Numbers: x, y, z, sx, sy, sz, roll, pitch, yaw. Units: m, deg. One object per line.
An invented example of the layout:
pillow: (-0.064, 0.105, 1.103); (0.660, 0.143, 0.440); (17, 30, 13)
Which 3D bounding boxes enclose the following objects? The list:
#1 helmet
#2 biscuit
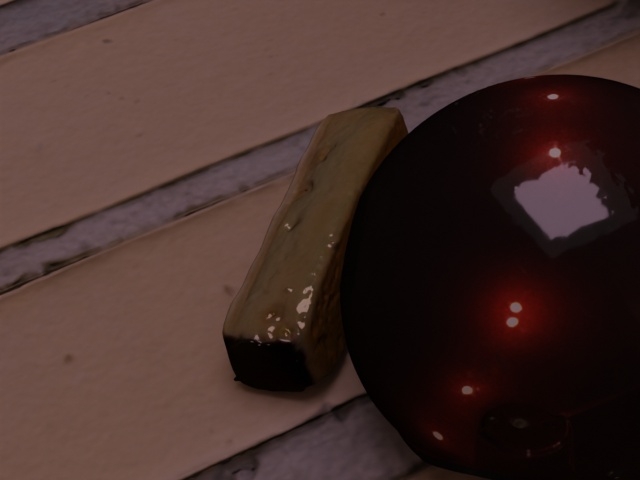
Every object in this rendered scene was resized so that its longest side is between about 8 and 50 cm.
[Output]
helmet: (0.111, 0.019, 0.742); (0.216, 0.193, 0.189); (-22, 41, 27)
biscuit: (0.000, 0.000, 0.849); (0.056, 0.052, 0.188); (-1, 43, 28)
